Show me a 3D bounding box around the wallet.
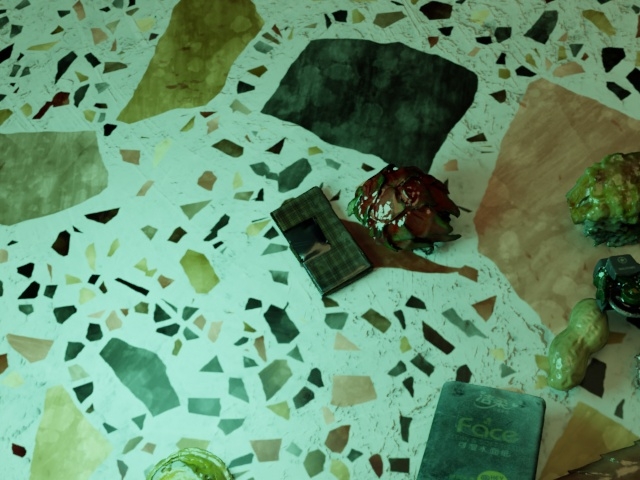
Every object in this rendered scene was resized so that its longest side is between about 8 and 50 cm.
[{"bbox_3d":[0.000,0.000,1.844,0.124,0.042,0.230,-29,63,-8],"label":"wallet"}]

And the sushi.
[{"bbox_3d":[0.598,-0.081,1.699,0.274,0.184,0.139,-6,66,2],"label":"sushi"}]

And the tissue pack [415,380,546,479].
[{"bbox_3d":[0.270,0.358,1.524,0.185,0.081,0.257,9,35,14],"label":"tissue pack"}]

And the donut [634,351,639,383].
[{"bbox_3d":[0.607,0.224,1.594,0.117,0.065,0.166,14,70,19],"label":"donut"}]

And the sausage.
[{"bbox_3d":[0.516,0.384,1.519,0.433,0.088,0.088,-23,61,-1],"label":"sausage"}]

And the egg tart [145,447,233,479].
[{"bbox_3d":[-0.243,0.462,1.629,0.191,0.074,0.191,-3,64,7],"label":"egg tart"}]

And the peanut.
[{"bbox_3d":[0.463,0.187,1.638,0.082,0.082,0.187,30,72,23],"label":"peanut"}]

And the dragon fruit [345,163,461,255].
[{"bbox_3d":[0.165,-0.061,1.778,0.182,0.188,0.182,-20,60,39],"label":"dragon fruit"}]

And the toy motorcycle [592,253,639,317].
[{"bbox_3d":[0.610,0.061,1.620,0.274,0.125,0.187,-5,43,-9],"label":"toy motorcycle"}]
